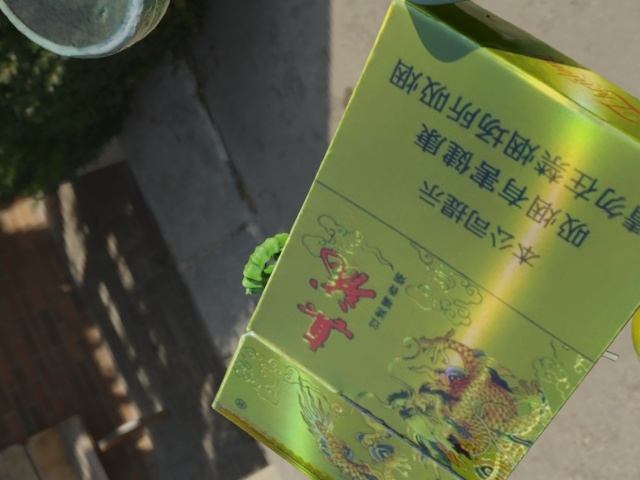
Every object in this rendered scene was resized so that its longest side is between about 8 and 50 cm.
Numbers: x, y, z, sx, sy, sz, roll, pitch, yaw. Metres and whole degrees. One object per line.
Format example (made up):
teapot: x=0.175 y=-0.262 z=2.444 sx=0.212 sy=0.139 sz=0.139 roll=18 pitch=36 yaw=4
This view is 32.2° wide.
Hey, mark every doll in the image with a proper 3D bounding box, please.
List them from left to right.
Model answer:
doll: x=0.000 y=0.000 z=1.048 sx=0.050 sy=0.190 sz=0.115 roll=40 pitch=144 yaw=25

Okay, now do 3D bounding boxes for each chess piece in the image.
chess piece: x=-0.140 y=-0.261 z=0.883 sx=0.139 sy=0.271 sz=0.139 roll=12 pitch=129 yaw=15

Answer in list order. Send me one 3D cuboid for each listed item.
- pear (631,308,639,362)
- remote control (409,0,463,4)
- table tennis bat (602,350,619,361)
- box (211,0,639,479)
pear: x=0.486 y=0.114 z=1.381 sx=0.198 sy=0.198 sz=0.198 roll=35 pitch=138 yaw=40
remote control: x=0.157 y=-0.165 z=0.419 sx=0.140 sy=0.297 sz=0.056 roll=76 pitch=-172 yaw=-53
table tennis bat: x=0.258 y=0.102 z=1.108 sx=0.083 sy=0.050 sz=0.007 roll=22 pitch=94 yaw=7
box: x=0.060 y=0.036 z=0.592 sx=0.173 sy=0.043 sz=0.311 roll=34 pitch=130 yaw=10
